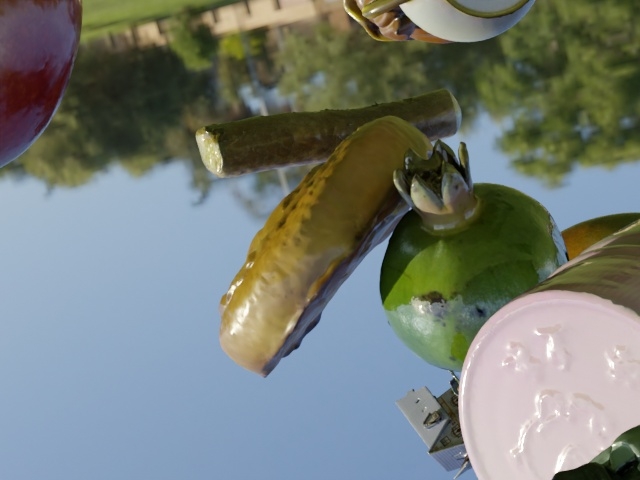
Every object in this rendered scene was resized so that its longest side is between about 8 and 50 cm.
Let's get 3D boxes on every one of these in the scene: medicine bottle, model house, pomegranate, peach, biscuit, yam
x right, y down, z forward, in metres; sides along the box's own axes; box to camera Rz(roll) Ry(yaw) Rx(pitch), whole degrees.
[{"bbox_3d":[0.258,0.080,0.969,0.202,0.202,0.315,-5,-168,41],"label":"medicine bottle"},{"bbox_3d":[0.164,0.229,1.735,0.088,0.167,0.117,-39,151,2],"label":"model house"},{"bbox_3d":[0.133,0.011,1.280,0.187,0.225,0.187,-16,-147,11],"label":"pomegranate"},{"bbox_3d":[-0.230,-0.127,0.779,0.190,0.193,0.190,8,175,1],"label":"peach"},{"bbox_3d":[0.000,0.000,1.375,0.296,0.102,0.296,-52,177,-4],"label":"biscuit"},{"bbox_3d":[0.016,-0.116,1.506,0.299,0.066,0.066,-11,-170,-21],"label":"yam"}]

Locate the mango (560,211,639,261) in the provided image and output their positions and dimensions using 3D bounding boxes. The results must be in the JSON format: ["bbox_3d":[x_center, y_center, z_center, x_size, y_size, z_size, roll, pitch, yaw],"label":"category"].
[{"bbox_3d":[0.347,0.050,1.836,0.289,0.146,0.129,-42,169,29],"label":"mango"}]

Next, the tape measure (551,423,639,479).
[{"bbox_3d":[0.250,0.171,0.694,0.330,0.164,0.084,7,-150,-21],"label":"tape measure"}]

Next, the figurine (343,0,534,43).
[{"bbox_3d":[0.108,-0.243,1.236,0.189,0.142,0.263,-22,-169,-8],"label":"figurine"}]
